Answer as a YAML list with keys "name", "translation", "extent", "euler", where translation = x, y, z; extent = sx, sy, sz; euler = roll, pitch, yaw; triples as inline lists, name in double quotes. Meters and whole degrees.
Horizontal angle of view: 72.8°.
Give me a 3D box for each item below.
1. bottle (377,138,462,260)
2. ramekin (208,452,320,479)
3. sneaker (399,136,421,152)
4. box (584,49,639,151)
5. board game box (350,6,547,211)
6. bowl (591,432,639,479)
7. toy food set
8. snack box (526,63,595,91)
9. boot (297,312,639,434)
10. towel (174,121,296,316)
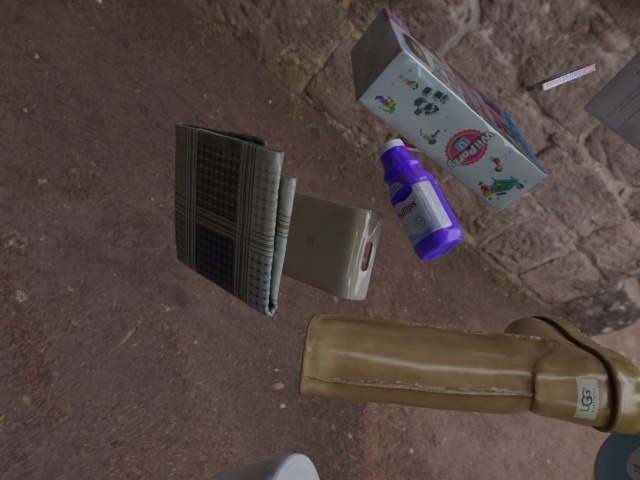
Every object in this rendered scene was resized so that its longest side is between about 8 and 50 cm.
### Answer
- name: "bottle"
  translation: [0.216, -0.100, 0.994]
  extent: [0.092, 0.118, 0.283]
  euler: [-15, 71, -23]
- name: "ramekin"
  translation: [-0.085, 0.422, 0.554]
  extent: [0.273, 0.127, 0.273]
  euler: [-10, 90, -75]
- name: "sneaker"
  translation: [0.258, -0.252, 1.078]
  extent: [0.118, 0.067, 0.042]
  euler: [1, 65, -6]
- name: "box"
  translation: [0.509, -0.203, 0.591]
  extent: [0.182, 0.181, 0.119]
  euler: [47, 41, 16]
- name: "board game box"
  translation: [0.196, -0.212, 0.697]
  extent: [0.303, 0.097, 0.224]
  euler: [30, 35, -23]
- name: "bowl"
  translation: [0.525, 0.359, 0.613]
  extent: [0.163, 0.311, 0.311]
  euler: [50, 38, 9]
- name: "toy food set"
  translation: [0.000, 0.000, 1.115]
  extent: [0.092, 0.306, 0.220]
  euler: [-2, 107, -54]
- name: "snack box"
  translation: [0.676, -0.458, 1.222]
  extent: [0.178, 0.064, 0.022]
  euler: [-23, 110, -10]
- name: "boot"
  translation: [0.125, 0.112, 0.444]
  extent: [0.236, 0.269, 0.089]
  euler: [55, 40, -82]
- name: "towel"
  translation: [-0.182, -0.054, 0.855]
  extent: [0.312, 0.324, 0.056]
  euler: [24, 27, 35]
